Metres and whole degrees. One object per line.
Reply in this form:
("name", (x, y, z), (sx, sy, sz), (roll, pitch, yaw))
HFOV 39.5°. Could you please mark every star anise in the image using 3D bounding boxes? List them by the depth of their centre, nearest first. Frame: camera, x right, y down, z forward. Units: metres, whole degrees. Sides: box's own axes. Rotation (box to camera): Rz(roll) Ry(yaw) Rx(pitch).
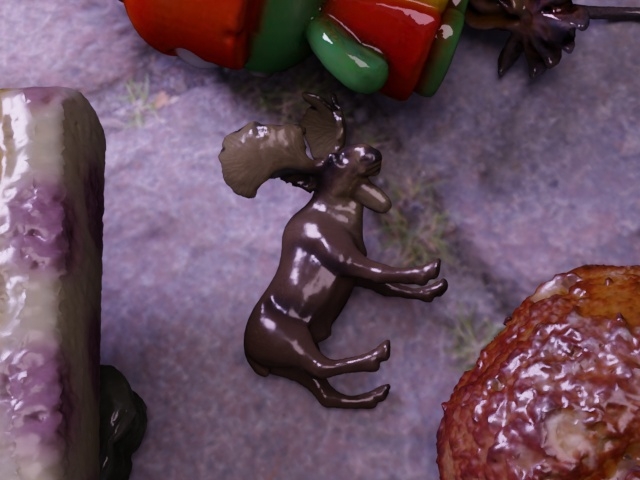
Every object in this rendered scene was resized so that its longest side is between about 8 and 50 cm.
("star anise", (0.243, -0.210, 0.716), (0.227, 0.148, 0.218), (-18, 34, -31))

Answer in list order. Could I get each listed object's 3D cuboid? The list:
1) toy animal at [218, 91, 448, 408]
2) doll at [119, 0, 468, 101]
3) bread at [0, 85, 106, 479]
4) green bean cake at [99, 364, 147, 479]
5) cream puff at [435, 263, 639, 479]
("toy animal", (0.000, 0.000, 0.655), (0.186, 0.094, 0.214), (27, 83, 20))
("doll", (-0.064, -0.216, 0.689), (0.363, 0.160, 0.183), (14, 55, 8))
("bread", (-0.218, 0.083, 0.517), (0.187, 0.155, 0.338), (-3, 64, -9))
("green bean cake", (-0.229, 0.159, 0.612), (0.183, 0.094, 0.185), (16, 73, 9))
("cream puff", (0.198, 0.129, 0.569), (0.240, 0.164, 0.240), (-1, 66, 2))
